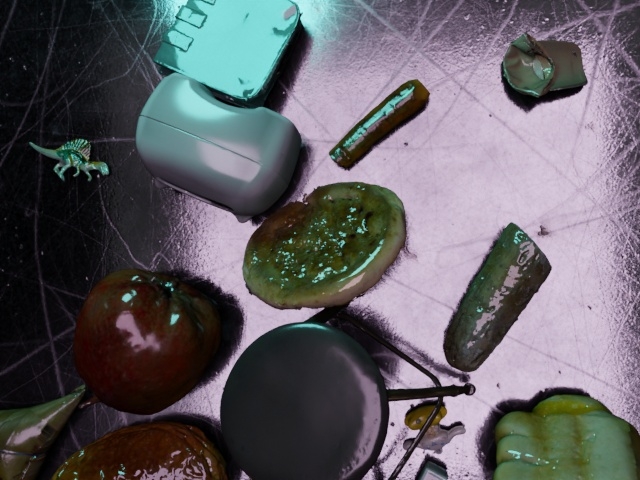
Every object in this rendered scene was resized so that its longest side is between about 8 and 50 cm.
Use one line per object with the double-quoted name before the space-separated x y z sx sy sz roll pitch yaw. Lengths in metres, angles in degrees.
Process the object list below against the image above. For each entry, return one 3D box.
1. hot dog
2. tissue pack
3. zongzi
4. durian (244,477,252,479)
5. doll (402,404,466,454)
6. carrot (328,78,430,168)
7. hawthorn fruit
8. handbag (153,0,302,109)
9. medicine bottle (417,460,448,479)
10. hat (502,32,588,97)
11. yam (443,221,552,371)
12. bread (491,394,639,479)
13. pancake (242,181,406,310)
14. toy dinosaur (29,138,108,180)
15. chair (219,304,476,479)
"hot dog" -0.393 0.544 1.760 0.388 0.174 0.266 -17 88 -3
"tissue pack" -0.227 -0.192 1.733 0.333 0.229 0.235 23 85 8
"zongzi" -0.709 0.398 1.823 0.260 0.123 0.289 29 91 6
"durian" -0.100 0.624 1.674 0.225 0.291 0.291 39 93 -10
"doll" 0.233 0.415 1.746 0.113 0.071 0.135 44 107 -8
"carrot" 0.130 -0.257 1.777 0.260 0.070 0.070 -41 84 5
"hawthorn fruit" -0.371 0.222 1.709 0.309 0.308 0.324 7 98 7
"handbag" -0.196 -0.447 1.800 0.274 0.100 0.268 23 81 12
"medicine bottle" 0.226 0.542 1.727 0.055 0.074 0.117 28 91 7
"hat" 0.491 -0.362 1.743 0.175 0.085 0.147 0 76 -16
"yam" 0.370 0.133 1.700 0.133 0.133 0.330 31 95 7
"bread" 0.493 0.470 1.601 0.301 0.341 0.210 -7 118 13
"pancake" 0.001 0.001 1.673 0.382 0.382 0.071 -27 125 5
"toy dinosaur" -0.584 -0.199 1.878 0.106 0.044 0.187 -42 71 -10
"chair" 0.028 0.329 1.555 0.365 0.410 0.361 34 92 21
